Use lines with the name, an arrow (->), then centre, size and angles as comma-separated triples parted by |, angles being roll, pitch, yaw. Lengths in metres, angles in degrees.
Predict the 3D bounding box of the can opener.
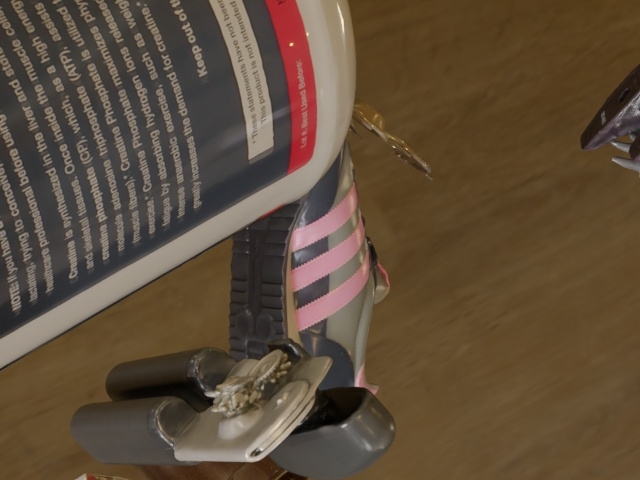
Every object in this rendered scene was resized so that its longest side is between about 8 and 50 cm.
can opener -> -0.065, 0.110, 0.960 | 0.093, 0.280, 0.074 | 49, 64, -18

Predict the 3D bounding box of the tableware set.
tableware set -> 0.027, -0.112, 1.452 | 0.141, 0.168, 0.020 | 38, 89, 31

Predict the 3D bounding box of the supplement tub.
supplement tub -> -0.141, -0.047, 0.575 | 0.272, 0.191, 0.191 | -31, 85, -28

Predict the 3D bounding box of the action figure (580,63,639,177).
action figure -> 0.298, -0.008, 0.957 | 0.285, 0.099, 0.185 | 32, 16, -14

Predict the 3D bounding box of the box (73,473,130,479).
box -> -0.193, 0.380, 1.533 | 0.063, 0.067, 0.324 | 18, 48, -46

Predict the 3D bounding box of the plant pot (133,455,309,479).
plant pot -> -0.124, 0.270, 1.923 | 0.165, 0.167, 0.167 | 39, 54, 18

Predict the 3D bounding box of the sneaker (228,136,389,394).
sneaker -> 0.000, 0.000, 1.409 | 0.131, 0.112, 0.319 | -2, 103, -37
